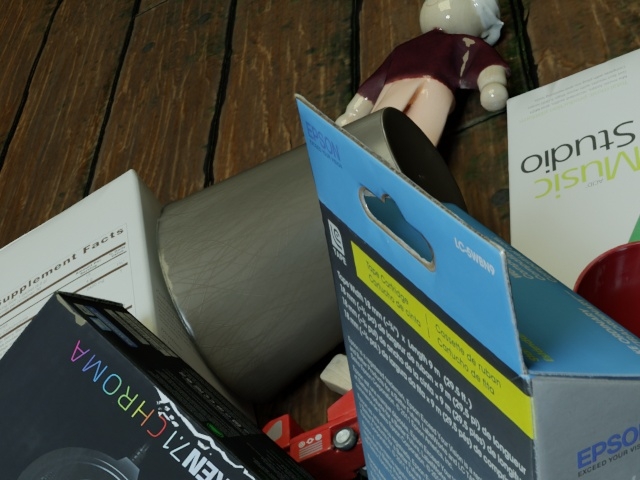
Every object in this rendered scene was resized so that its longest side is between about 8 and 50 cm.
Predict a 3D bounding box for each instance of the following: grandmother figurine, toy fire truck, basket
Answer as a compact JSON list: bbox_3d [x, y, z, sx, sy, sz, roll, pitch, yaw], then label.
[{"bbox_3d":[0.100,-0.147,1.184,0.207,0.104,0.342,4,54,33],"label":"grandmother figurine"},{"bbox_3d":[0.033,0.127,0.965,0.192,0.047,0.135,-26,35,18],"label":"toy fire truck"},{"bbox_3d":[0.000,0.000,1.005,0.227,0.154,0.204,-31,69,23],"label":"basket"}]

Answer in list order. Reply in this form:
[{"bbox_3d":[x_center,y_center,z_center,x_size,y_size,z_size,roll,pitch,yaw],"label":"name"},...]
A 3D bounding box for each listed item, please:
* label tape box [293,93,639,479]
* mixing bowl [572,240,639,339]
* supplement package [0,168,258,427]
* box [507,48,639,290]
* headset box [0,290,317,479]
[{"bbox_3d":[0.102,0.086,0.689,0.106,0.334,0.240,-20,31,-17],"label":"label tape box"},{"bbox_3d":[0.237,0.094,0.749,0.181,0.098,0.181,5,42,-4],"label":"mixing bowl"},{"bbox_3d":[-0.181,0.109,1.060,0.175,0.177,0.293,-30,34,8],"label":"supplement package"},{"bbox_3d":[0.265,-0.039,0.942,0.232,0.058,0.322,-20,39,24],"label":"box"},{"bbox_3d":[-0.162,0.222,0.807,0.246,0.131,0.283,41,92,14],"label":"headset box"}]
